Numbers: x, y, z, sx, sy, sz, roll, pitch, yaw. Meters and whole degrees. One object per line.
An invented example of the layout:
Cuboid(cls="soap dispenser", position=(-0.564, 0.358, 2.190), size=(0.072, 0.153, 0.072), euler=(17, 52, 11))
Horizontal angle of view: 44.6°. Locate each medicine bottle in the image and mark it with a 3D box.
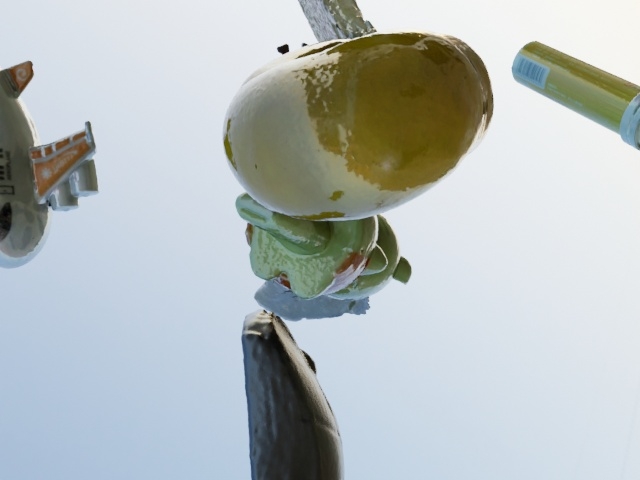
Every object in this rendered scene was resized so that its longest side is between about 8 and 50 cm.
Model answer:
Cuboid(cls="medicine bottle", position=(0.338, -0.190, 0.985), size=(0.074, 0.074, 0.218), euler=(28, -169, -44))

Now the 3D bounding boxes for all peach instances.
Cuboid(cls="peach", position=(0.021, -0.076, 0.490), size=(0.179, 0.179, 0.103), euler=(-36, -60, -56))

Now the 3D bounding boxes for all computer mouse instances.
Cuboid(cls="computer mouse", position=(-0.022, 0.197, 0.769), size=(0.137, 0.086, 0.269), euler=(79, -177, -75))

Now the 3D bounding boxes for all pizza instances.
Cuboid(cls="pizza", position=(0.020, -0.197, 0.756), size=(0.262, 0.034, 0.181), euler=(64, 179, 32))

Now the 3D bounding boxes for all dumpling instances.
Cuboid(cls="dumpling", position=(0.004, 0.030, 1.085), size=(0.166, 0.332, 0.086), euler=(23, -120, 1))

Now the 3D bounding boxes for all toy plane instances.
Cuboid(cls="toy plane", position=(-0.363, -0.090, 0.861), size=(0.117, 0.245, 0.244), euler=(23, -132, -85))

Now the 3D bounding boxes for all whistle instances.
Cuboid(cls="whistle", position=(0.000, 0.000, 0.736), size=(0.106, 0.131, 0.288), euler=(-66, -23, 2))

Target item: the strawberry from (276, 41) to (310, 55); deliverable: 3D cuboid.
Cuboid(cls="strawberry", position=(0.003, -0.217, 1.360), size=(0.234, 0.178, 0.233), euler=(7, -118, -12))
